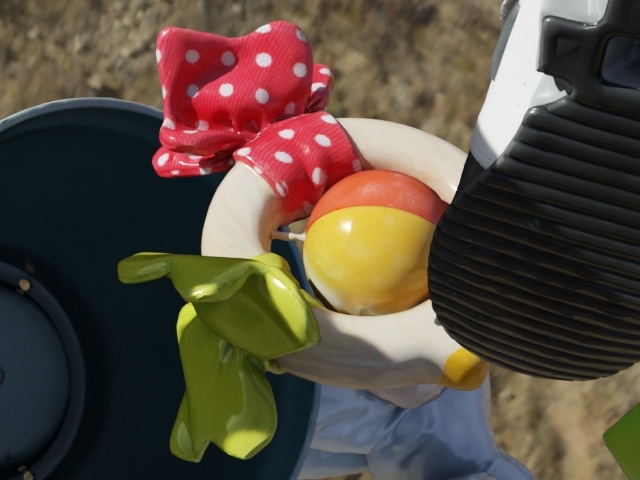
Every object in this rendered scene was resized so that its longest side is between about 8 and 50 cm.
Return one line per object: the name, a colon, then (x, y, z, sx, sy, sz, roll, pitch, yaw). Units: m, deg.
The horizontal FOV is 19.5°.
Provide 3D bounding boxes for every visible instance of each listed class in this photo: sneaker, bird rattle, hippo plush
sneaker: (0.133, -0.078, 0.775, 0.122, 0.330, 0.146, 18, 45, 3)
bird rattle: (0.000, 0.000, 0.970, 0.207, 0.143, 0.253, 10, 43, 2)
hippo plush: (0.074, 0.193, 1.513, 0.237, 0.234, 0.294, 64, 21, 8)

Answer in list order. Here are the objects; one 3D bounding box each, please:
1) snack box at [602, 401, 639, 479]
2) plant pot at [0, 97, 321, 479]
snack box: (0.135, 0.067, 0.377, 0.037, 0.100, 0.141, 8, 45, -49)
plant pot: (-0.173, 0.076, 1.156, 0.293, 0.196, 0.293, 10, 74, -36)
